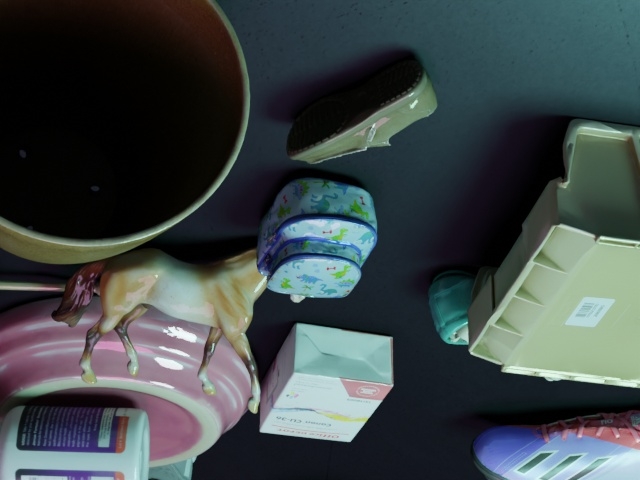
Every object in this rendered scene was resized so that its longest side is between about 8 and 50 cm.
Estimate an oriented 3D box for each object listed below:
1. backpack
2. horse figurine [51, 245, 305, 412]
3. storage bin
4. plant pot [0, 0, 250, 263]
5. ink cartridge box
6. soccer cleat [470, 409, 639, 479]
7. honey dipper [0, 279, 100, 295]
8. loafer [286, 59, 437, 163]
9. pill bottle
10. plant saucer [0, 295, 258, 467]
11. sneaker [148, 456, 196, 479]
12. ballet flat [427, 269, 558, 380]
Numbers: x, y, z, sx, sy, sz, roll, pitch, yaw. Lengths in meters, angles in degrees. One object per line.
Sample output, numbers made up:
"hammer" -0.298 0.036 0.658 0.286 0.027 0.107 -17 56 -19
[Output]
"backpack" 0.000 0.000 1.308 0.105 0.084 0.114 8 145 -16
"horse figurine" -0.146 0.070 1.400 0.263 0.066 0.174 10 109 5
"storage bin" 0.295 0.024 1.305 0.261 0.123 0.262 8 148 -10
"plant pot" -0.197 -0.074 1.086 0.237 0.237 0.254 9 161 -13
"ink cartridge box" -0.001 0.173 1.604 0.115 0.067 0.198 9 148 -13
"soccer cleat" 0.343 0.248 1.707 0.318 0.108 0.116 7 128 -6
"honey dipper" -0.295 0.045 1.444 0.161 0.030 0.030 1 149 -7
"loafer" 0.035 -0.098 1.174 0.148 0.056 0.050 -22 135 33
"pill bottle" -0.285 0.232 1.510 0.194 0.108 0.108 2 148 -1
"plant saucer" -0.237 0.176 1.600 0.332 0.084 0.332 0 148 0
"sneaker" -0.272 0.306 1.764 0.229 0.132 0.086 -1 148 3
"ballet flat" 0.221 0.101 1.464 0.247 0.087 0.083 15 145 -22
